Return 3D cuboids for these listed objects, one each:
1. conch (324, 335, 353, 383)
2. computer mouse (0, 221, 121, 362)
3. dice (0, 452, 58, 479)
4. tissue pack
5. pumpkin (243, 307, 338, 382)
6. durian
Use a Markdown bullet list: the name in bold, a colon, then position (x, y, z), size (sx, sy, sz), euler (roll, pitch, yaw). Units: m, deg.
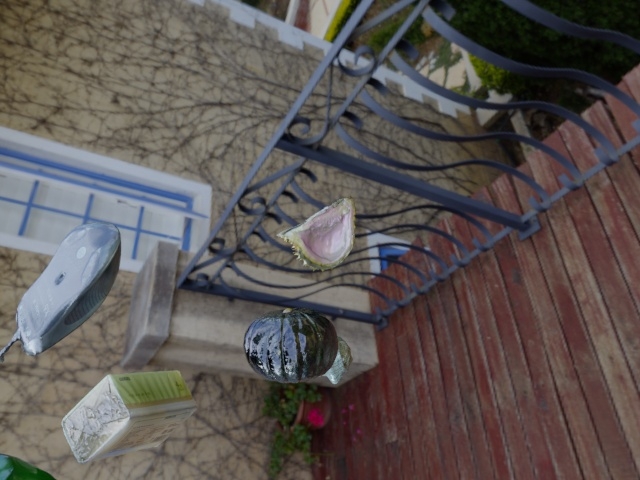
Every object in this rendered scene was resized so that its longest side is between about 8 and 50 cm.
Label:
- **conch**: position (0.017, 0.410, 1.904), size (0.169, 0.386, 0.203), euler (-41, 55, 0)
- **computer mouse**: position (-0.511, 0.121, 1.068), size (0.379, 0.090, 0.167), euler (-45, 50, 7)
- **dice**: position (-0.596, 0.578, 0.938), size (0.300, 0.287, 0.297), euler (-16, 29, 25)
- **tissue pack**: position (-0.406, 0.377, 1.178), size (0.159, 0.234, 0.125), euler (-43, 66, 10)
- **pumpkin**: position (-0.068, 0.236, 1.235), size (0.220, 0.220, 0.162), euler (-12, 82, 61)
- **durian**: position (0.013, 0.004, 1.882), size (0.196, 0.305, 0.185), euler (58, 149, 4)
